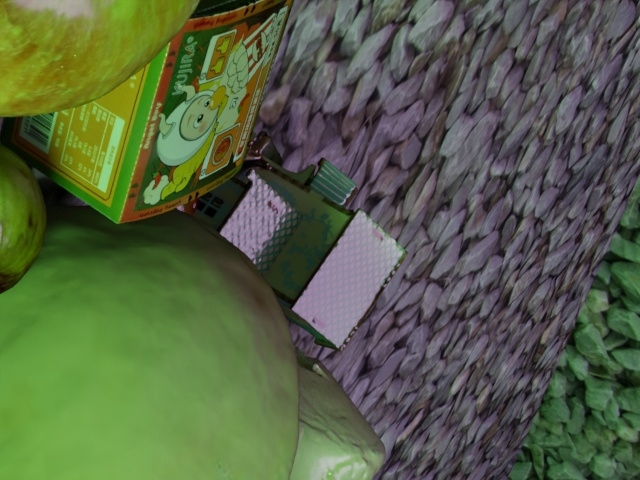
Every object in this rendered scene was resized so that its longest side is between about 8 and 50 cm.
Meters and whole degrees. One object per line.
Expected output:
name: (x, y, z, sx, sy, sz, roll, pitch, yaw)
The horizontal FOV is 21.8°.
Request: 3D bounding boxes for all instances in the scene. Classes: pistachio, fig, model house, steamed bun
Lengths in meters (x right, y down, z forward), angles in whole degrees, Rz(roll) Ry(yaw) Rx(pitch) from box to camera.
pistachio: (-0.202, 0.165, 1.387, 0.281, 0.365, 0.445, 93, 8, -57)
fig: (-0.276, -0.011, 1.282, 0.136, 0.121, 0.153, -33, -176, 23)
model house: (-0.018, 0.006, 1.788, 0.178, 0.206, 0.271, -53, 159, -12)
steamed bun: (-0.100, 0.273, 1.991, 0.272, 0.273, 0.290, 4, 114, -50)

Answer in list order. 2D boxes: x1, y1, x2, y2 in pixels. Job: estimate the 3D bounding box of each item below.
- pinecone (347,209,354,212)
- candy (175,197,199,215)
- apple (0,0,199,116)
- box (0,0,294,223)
pinecone: (0.003, 0.001, 1.988, 0.109, 0.102, 0.102, -62, 160, 10)
candy: (-0.141, -0.055, 1.646, 0.053, 0.046, 0.182, -18, 135, -63)
apple: (-0.203, -0.230, 0.998, 0.277, 0.250, 0.309, -15, 114, -41)
box: (-0.138, -0.146, 1.373, 0.177, 0.148, 0.195, -28, 144, -52)
